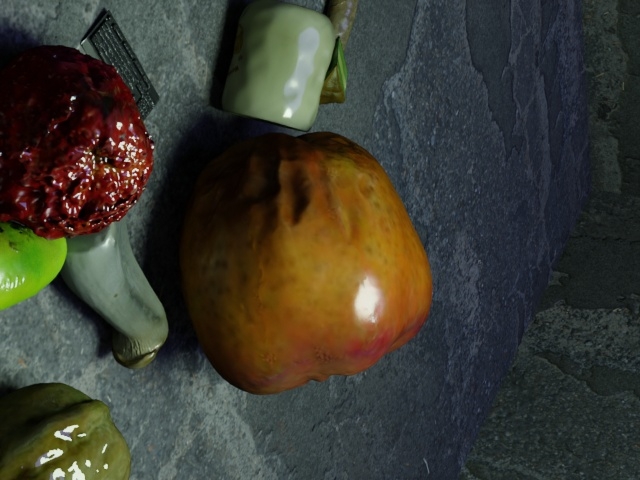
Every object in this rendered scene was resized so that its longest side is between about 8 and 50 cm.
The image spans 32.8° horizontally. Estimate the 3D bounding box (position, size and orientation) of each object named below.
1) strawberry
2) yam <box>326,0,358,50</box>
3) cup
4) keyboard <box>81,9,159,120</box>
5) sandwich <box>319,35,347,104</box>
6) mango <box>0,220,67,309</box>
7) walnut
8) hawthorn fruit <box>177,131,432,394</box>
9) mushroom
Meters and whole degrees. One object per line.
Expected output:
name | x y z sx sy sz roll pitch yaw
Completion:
strawberry | -0.327 -0.130 1.432 0.274 0.220 0.274 -1 91 -51
yam | 0.057 -0.518 2.156 0.066 0.066 0.300 16 88 -63
cup | -0.053 -0.302 1.928 0.255 0.173 0.202 8 97 -62
keyboard | -0.300 -0.256 1.656 0.074 0.015 0.196 -61 149 -26
sandwich | 0.004 -0.305 1.952 0.116 0.074 0.074 73 19 -61
mango | -0.426 0.026 1.443 0.233 0.111 0.125 -35 124 -59
walnut | -0.403 0.328 1.517 0.283 0.227 0.283 -42 173 -6
hawthorn fruit | -0.046 0.033 1.865 0.472 0.471 0.472 -36 133 -51
mushroom | -0.309 0.060 1.675 0.159 0.122 0.329 -48 143 -29
